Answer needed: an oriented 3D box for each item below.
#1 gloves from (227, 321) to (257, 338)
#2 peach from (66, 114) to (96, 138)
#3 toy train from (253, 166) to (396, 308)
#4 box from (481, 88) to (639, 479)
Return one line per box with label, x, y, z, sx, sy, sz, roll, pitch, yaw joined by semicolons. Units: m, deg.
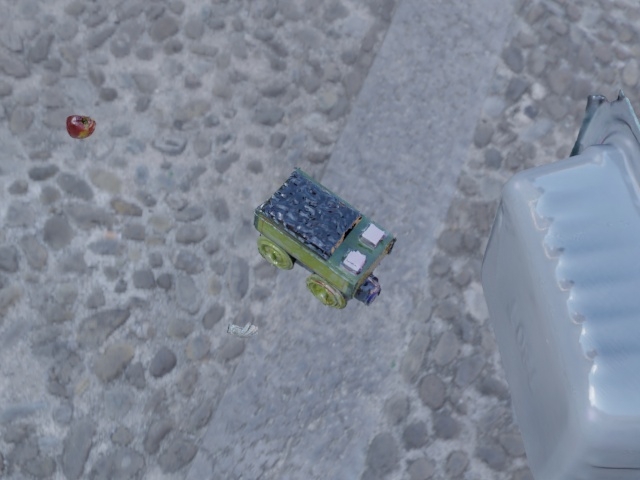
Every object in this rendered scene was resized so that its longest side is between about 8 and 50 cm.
gloves;-0.177;0.197;1.861;0.081;0.044;0.037;-1;93;-10
peach;-0.600;-0.279;2.111;0.077;0.083;0.050;8;80;-33
toy train;0.000;0.000;1.424;0.261;0.177;0.134;36;64;11
box;0.212;0.072;0.697;0.106;0.264;0.336;-5;53;-3
